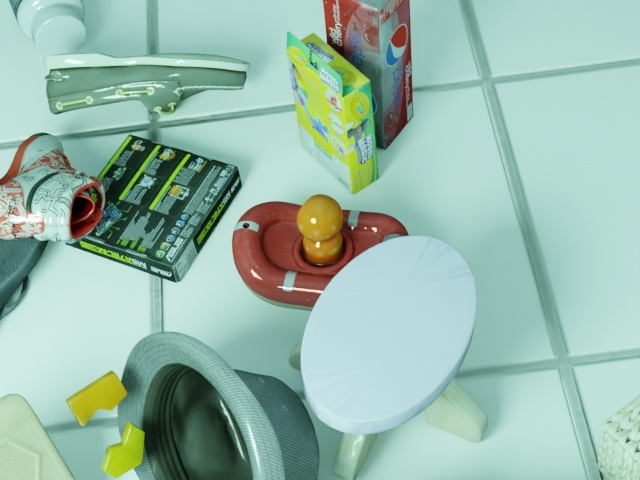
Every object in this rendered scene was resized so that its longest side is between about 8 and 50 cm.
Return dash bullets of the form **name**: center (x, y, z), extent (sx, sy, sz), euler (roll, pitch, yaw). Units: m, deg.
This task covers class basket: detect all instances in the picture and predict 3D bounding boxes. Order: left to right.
- **basket**: center (0.398, 0.220, 1.313), extent (0.167, 0.113, 0.103), euler (-31, 51, -17)

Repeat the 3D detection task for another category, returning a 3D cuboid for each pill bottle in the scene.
- **pill bottle**: center (-0.434, -0.375, 1.880), extent (0.108, 0.108, 0.180), euler (-20, 52, -10)

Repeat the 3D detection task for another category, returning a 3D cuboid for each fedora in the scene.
- **fedora**: center (-0.099, 0.220, 1.326), extent (0.124, 0.244, 0.275), euler (-10, 34, -41)

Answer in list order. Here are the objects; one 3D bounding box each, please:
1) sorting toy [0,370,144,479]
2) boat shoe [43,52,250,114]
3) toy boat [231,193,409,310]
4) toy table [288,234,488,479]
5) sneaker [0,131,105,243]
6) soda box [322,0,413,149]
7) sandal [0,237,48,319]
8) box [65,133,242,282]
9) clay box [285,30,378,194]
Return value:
- **sorting toy**: center (-0.325, 0.287, 1.301), extent (0.307, 0.229, 0.041), euler (-32, 17, -19)
- **boat shoe**: center (-0.255, -0.231, 1.758), extent (0.305, 0.091, 0.109), euler (0, 9, 1)
- **toy boat**: center (0.000, 0.000, 1.505), extent (0.231, 0.151, 0.151), euler (6, 52, 11)
- **toy table**: center (0.076, 0.140, 1.369), extent (0.252, 0.161, 0.274), euler (30, 55, 23)
- **sneaker**: center (-0.352, -0.069, 1.601), extent (0.145, 0.090, 0.270), euler (5, 23, 6)
- **soda box**: center (0.068, -0.252, 1.627), extent (0.092, 0.263, 0.083), euler (25, 57, 23)
- **sandal**: center (-0.440, 0.078, 1.560), extent (0.097, 0.054, 0.254), euler (10, 55, 27)
- **box**: center (-0.232, -0.048, 1.639), extent (0.184, 0.045, 0.191), euler (16, 56, 21)
- **clay box**: center (0.017, -0.180, 1.601), extent (0.053, 0.222, 0.127), euler (-32, 56, -19)
